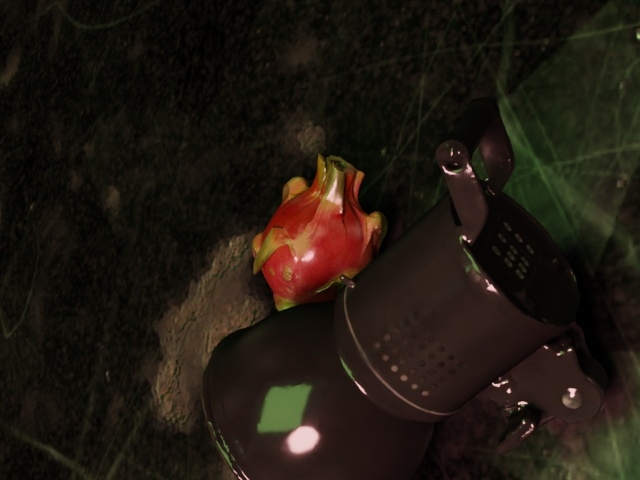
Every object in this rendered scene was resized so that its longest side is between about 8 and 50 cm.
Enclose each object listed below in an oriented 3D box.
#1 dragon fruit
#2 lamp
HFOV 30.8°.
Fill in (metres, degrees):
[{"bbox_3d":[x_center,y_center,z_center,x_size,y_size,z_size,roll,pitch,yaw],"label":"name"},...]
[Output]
[{"bbox_3d":[0.002,0.000,0.779,0.086,0.081,0.116,40,121,22],"label":"dragon fruit"},{"bbox_3d":[0.062,0.058,0.660,0.172,0.147,0.227,47,122,-3],"label":"lamp"}]
